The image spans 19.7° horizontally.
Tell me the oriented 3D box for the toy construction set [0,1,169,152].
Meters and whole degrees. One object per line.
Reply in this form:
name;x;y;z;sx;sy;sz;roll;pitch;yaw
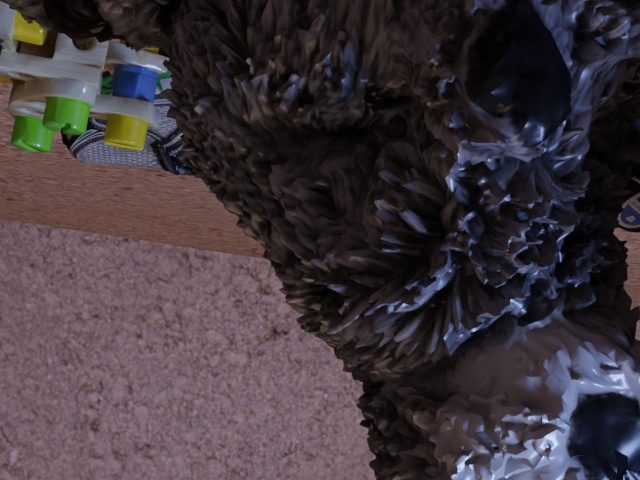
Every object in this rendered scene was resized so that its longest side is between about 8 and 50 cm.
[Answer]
toy construction set;-0.267;-0.134;1.238;0.327;0.151;0.215;-4;174;-4

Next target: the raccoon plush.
raccoon plush;0.000;0.000;0.893;0.446;0.299;0.216;20;-162;37

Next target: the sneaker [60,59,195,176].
sneaker;-0.048;-0.068;1.492;0.343;0.146;0.134;6;173;11

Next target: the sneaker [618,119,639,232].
sneaker;0.232;-0.069;1.108;0.130;0.147;0.330;34;157;-33
